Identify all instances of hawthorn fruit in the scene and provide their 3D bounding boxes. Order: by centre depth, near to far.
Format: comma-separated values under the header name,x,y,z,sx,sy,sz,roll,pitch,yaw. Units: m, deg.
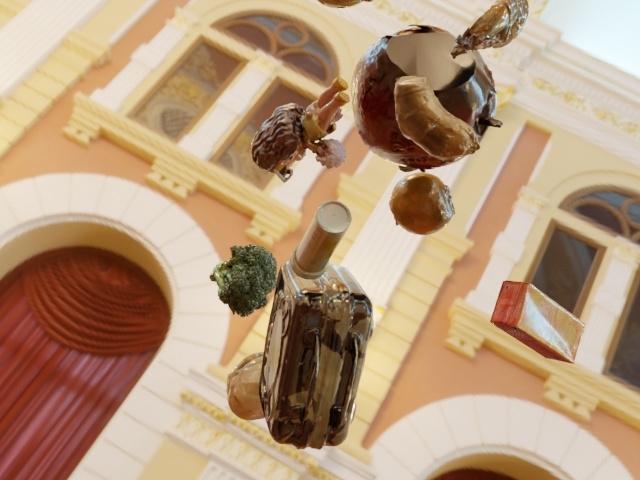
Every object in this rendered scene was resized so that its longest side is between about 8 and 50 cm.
name,x,y,z,sx,sy,sz,roll,pitch,yaw
hawthorn fruit,0.197,-0.287,1.575,0.316,0.316,0.316,23,-32,16

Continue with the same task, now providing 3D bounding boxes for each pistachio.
name,x,y,z,sx,sy,sz,roll,pitch,yaw
pistachio,-0.114,0.336,1.874,0.157,0.230,0.157,19,-66,51

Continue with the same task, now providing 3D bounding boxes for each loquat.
name,x,y,z,sx,sy,sz,roll,pitch,yaw
loquat,0.216,-0.078,1.707,0.141,0.141,0.141,23,-32,16

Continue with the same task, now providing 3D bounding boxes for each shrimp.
name,x,y,z,sx,sy,sz,roll,pitch,yaw
shrimp,0.301,-0.369,1.396,0.043,0.184,0.091,37,-28,46

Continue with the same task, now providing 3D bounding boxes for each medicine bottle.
name,x,y,z,sx,sy,sz,roll,pitch,yaw
medicine bottle,0.000,0.000,1.403,0.074,0.074,0.218,32,-25,2

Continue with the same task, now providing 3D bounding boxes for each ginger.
name,x,y,z,sx,sy,sz,roll,pitch,yaw
ginger,0.182,-0.200,1.325,0.190,0.095,0.069,46,9,19

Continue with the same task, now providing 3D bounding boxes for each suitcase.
name,x,y,z,sx,sy,sz,roll,pitch,yaw
suitcase,-0.003,0.237,1.587,0.194,0.351,0.339,7,14,-14

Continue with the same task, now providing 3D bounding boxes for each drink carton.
name,x,y,z,sx,sy,sz,roll,pitch,yaw
drink carton,0.446,0.169,1.629,0.223,0.096,0.071,32,-18,-37

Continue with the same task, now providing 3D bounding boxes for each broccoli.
name,x,y,z,sx,sy,sz,roll,pitch,yaw
broccoli,-0.178,0.096,1.928,0.156,0.195,0.195,9,-38,34

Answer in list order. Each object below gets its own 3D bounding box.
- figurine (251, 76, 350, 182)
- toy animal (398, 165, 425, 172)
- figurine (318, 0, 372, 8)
name,x,y,z,sx,sy,sz,roll,pitch,yaw
figurine,-0.030,-0.207,1.495,0.240,0.174,0.116,-28,-48,30
toy animal,0.259,-0.251,1.949,0.079,0.253,0.070,12,-37,36
figurine,0.090,-0.618,1.615,0.324,0.124,0.222,-43,-106,29
